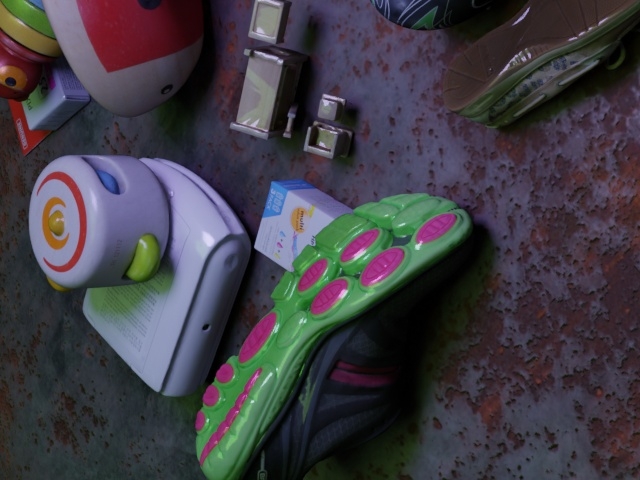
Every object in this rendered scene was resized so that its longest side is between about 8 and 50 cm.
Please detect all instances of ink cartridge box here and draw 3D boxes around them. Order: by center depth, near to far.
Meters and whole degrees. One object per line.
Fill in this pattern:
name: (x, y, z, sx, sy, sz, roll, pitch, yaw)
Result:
ink cartridge box: (0.000, 0.000, 1.601, 0.181, 0.061, 0.104, 32, 116, 38)
ink cartridge box: (-0.522, -0.318, 2.093, 0.239, 0.060, 0.275, -30, 73, 41)

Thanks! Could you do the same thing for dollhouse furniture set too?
dollhouse furniture set: (-0.014, -0.222, 1.598, 0.161, 0.101, 0.182, 19, 108, 17)

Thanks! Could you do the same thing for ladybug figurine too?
ladybug figurine: (-0.283, -0.396, 1.682, 0.161, 0.305, 0.449, -7, 118, 18)

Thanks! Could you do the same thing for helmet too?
helmet: (0.126, -0.319, 1.362, 0.169, 0.161, 0.169, 13, 111, 38)

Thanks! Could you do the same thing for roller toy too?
roller toy: (-0.328, -0.027, 1.714, 0.209, 0.146, 0.191, -10, 85, 46)

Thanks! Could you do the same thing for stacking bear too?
stacking bear: (-0.456, -0.353, 1.910, 0.289, 0.175, 0.164, -53, 36, 18)

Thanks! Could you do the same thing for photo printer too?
photo printer: (-0.234, 0.043, 1.805, 0.256, 0.107, 0.308, 38, 119, 36)

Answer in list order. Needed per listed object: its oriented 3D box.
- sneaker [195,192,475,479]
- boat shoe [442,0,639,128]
sneaker: (0.033, 0.136, 1.522, 0.483, 0.202, 0.185, -50, 33, 18)
boat shoe: (0.264, -0.218, 1.315, 0.285, 0.089, 0.105, -29, 48, 40)
